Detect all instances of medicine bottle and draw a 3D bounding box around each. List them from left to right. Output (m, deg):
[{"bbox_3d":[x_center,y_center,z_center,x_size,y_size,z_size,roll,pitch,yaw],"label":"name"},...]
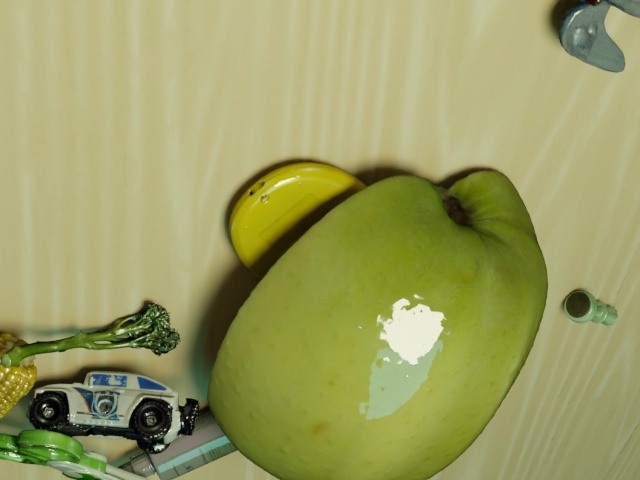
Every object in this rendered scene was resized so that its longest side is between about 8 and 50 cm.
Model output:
[{"bbox_3d":[-0.157,0.237,1.137,0.199,0.058,0.058,-23,138,-8],"label":"medicine bottle"}]

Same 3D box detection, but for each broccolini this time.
[{"bbox_3d":[-0.222,0.101,0.955,0.194,0.054,0.052,-11,179,-43],"label":"broccolini"}]

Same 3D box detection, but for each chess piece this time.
[{"bbox_3d":[0.356,0.092,1.295,0.093,0.042,0.042,18,121,-47],"label":"chess piece"}]

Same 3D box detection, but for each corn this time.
[{"bbox_3d":[-0.345,0.163,0.954,0.207,0.068,0.068,-42,137,17],"label":"corn"}]

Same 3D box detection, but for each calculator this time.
[{"bbox_3d":[0.000,0.000,1.009,0.146,0.032,0.235,-39,139,11],"label":"calculator"}]

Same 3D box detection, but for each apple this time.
[{"bbox_3d":[0.072,0.092,1.055,0.311,0.320,0.360,27,119,-6],"label":"apple"}]

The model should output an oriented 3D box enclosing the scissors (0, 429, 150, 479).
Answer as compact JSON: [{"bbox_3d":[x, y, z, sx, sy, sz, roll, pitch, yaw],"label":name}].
[{"bbox_3d":[-0.245,0.233,1.032,0.101,0.027,0.204,-10,150,32],"label":"scissors"}]

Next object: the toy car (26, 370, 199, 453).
[{"bbox_3d":[-0.210,0.174,1.018,0.170,0.070,0.080,4,155,-5],"label":"toy car"}]

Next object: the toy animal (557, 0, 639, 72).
[{"bbox_3d":[0.291,-0.244,0.884,0.255,0.176,0.239,-44,171,-49],"label":"toy animal"}]
